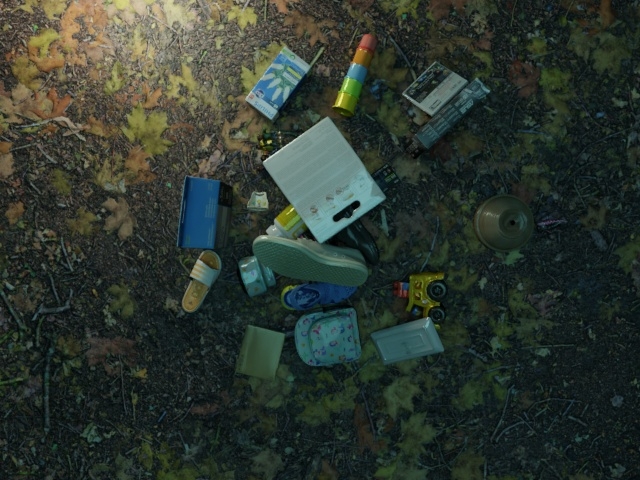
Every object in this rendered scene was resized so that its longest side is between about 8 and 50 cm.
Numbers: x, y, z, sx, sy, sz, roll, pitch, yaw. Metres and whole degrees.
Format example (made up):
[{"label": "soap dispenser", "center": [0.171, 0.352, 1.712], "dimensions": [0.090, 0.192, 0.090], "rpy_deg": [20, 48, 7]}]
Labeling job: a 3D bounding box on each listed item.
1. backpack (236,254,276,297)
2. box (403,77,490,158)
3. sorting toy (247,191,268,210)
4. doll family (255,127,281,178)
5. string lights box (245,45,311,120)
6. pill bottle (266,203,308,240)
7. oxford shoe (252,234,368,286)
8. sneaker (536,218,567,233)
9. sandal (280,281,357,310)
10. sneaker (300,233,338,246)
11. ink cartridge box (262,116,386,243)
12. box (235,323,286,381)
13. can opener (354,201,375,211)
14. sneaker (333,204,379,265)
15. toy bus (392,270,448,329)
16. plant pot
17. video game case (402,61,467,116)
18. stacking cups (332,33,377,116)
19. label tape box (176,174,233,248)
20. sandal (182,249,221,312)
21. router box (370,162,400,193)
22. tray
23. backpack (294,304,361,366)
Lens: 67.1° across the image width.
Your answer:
[{"label": "backpack", "center": [-0.248, 0.133, 1.857], "dimensions": [0.144, 0.188, 0.166], "rpy_deg": [-16, 90, 1]}, {"label": "box", "center": [0.469, -0.454, 1.830], "dimensions": [0.307, 0.242, 0.076], "rpy_deg": [-43, 91, -1]}, {"label": "sorting toy", "center": [-0.246, -0.159, 1.929], "dimensions": [0.083, 0.045, 0.075], "rpy_deg": [3, 84, 0]}, {"label": "doll family", "center": [-0.206, -0.343, 1.910], "dimensions": [0.111, 0.076, 0.193], "rpy_deg": [-8, 94, -5]}, {"label": "string lights box", "center": [-0.164, -0.610, 1.903], "dimensions": [0.133, 0.077, 0.260], "rpy_deg": [37, 91, -2]}, {"label": "pill bottle", "center": [-0.106, -0.073, 1.891], "dimensions": [0.208, 0.119, 0.119], "rpy_deg": [-42, 91, 0]}, {"label": "oxford shoe", "center": [-0.035, 0.061, 1.813], "dimensions": [0.449, 0.130, 0.169], "rpy_deg": [13, 135, -12]}, {"label": "sneaker", "center": [0.931, -0.056, 1.942], "dimensions": [0.119, 0.047, 0.057], "rpy_deg": [-8, 98, 7]}, {"label": "sandal", "center": [-0.001, 0.207, 1.889], "dimensions": [0.317, 0.138, 0.126], "rpy_deg": [-19, 89, -2]}, {"label": "sneaker", "center": [0.000, 0.000, 1.897], "dimensions": [0.170, 0.063, 0.075], "rpy_deg": [25, 104, -25]}, {"label": "ink cartridge box", "center": [0.014, -0.223, 1.820], "dimensions": [0.308, 0.091, 0.385], "rpy_deg": [-35, 84, -1]}, {"label": "box", "center": [-0.240, 0.452, 1.946], "dimensions": [0.164, 0.021, 0.201], "rpy_deg": [14, 90, -1]}, {"label": "can opener", "center": [0.127, -0.234, 1.906], "dimensions": [0.074, 0.093, 0.280], "rpy_deg": [-27, 90, -12]}, {"label": "sneaker", "center": [0.132, -0.015, 1.912], "dimensions": [0.130, 0.109, 0.286], "rpy_deg": [-33, 82, 6]}, {"label": "toy bus", "center": [0.391, 0.228, 1.897], "dimensions": [0.211, 0.149, 0.220], "rpy_deg": [2, 93, 13]}, {"label": "plant pot", "center": [0.738, -0.069, 1.905], "dimensions": [0.237, 0.110, 0.237], "rpy_deg": [0, 91, -2]}, {"label": "video game case", "center": [0.447, -0.597, 1.897], "dimensions": [0.190, 0.022, 0.173], "rpy_deg": [-44, 60, 0]}, {"label": "stacking cups", "center": [0.139, -0.654, 1.896], "dimensions": [0.096, 0.096, 0.316], "rpy_deg": [19, 91, -1]}, {"label": "label tape box", "center": [-0.415, -0.095, 1.773], "dimensions": [0.115, 0.348, 0.249], "rpy_deg": [6, 91, -1]}, {"label": "sandal", "center": [-0.475, 0.168, 1.912], "dimensions": [0.102, 0.076, 0.265], "rpy_deg": [23, 91, -1]}, {"label": "router box", "center": [0.243, -0.237, 1.917], "dimensions": [0.122, 0.038, 0.092], "rpy_deg": [-37, 92, -16]}, {"label": "tray", "center": [0.330, 0.400, 1.881], "dimensions": [0.270, 0.030, 0.145], "rpy_deg": [-23, 93, 31]}, {"label": "backpack", "center": [0.025, 0.373, 1.873], "dimensions": [0.253, 0.191, 0.225], "rpy_deg": [-7, 92, 5]}]
